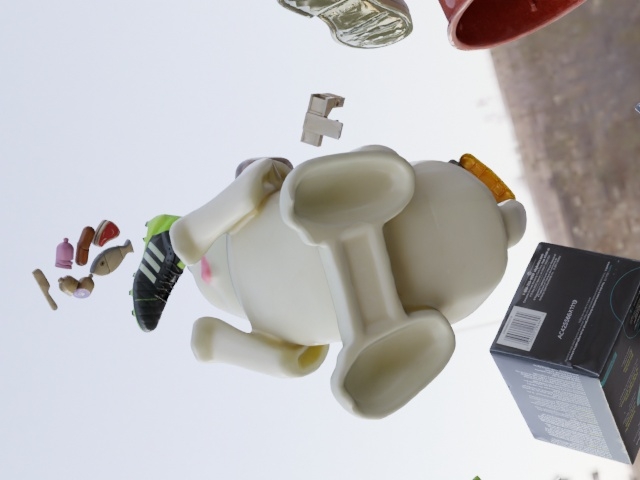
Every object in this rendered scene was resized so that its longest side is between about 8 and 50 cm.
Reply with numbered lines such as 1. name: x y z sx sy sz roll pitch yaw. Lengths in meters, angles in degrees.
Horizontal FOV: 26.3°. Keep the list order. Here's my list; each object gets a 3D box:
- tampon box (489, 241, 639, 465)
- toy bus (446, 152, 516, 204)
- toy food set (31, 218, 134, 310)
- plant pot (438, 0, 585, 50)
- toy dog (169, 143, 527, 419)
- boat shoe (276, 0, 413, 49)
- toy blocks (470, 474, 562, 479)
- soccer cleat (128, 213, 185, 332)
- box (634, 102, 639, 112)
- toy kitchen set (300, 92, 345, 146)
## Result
1. tampon box: 0.233 0.099 1.202 0.120 0.101 0.161 -61 -35 -25
2. toy bus: 0.227 -0.029 2.453 0.149 0.220 0.211 44 176 7
3. toy food set: -0.255 0.020 1.498 0.122 0.019 0.078 -45 -51 -31
4. plant pot: 0.212 -0.415 1.657 0.265 0.272 0.272 62 -169 15
5. toy dog: 0.000 0.000 1.634 0.395 0.408 0.284 -32 -72 -30
6. boat shoe: 0.033 -0.334 1.795 0.302 0.113 0.103 19 -125 -62
7. toy blocks: 0.248 0.328 1.004 0.381 0.191 0.261 47 -177 6
8. soccer cleat: -0.225 0.044 1.954 0.060 0.072 0.178 41 -129 -56
9. box: 0.507 -0.174 1.807 0.162 0.116 0.029 31 -164 -28
10. toy kitchen set: 0.019 -0.198 2.293 0.075 0.068 0.083 -18 -56 -64
